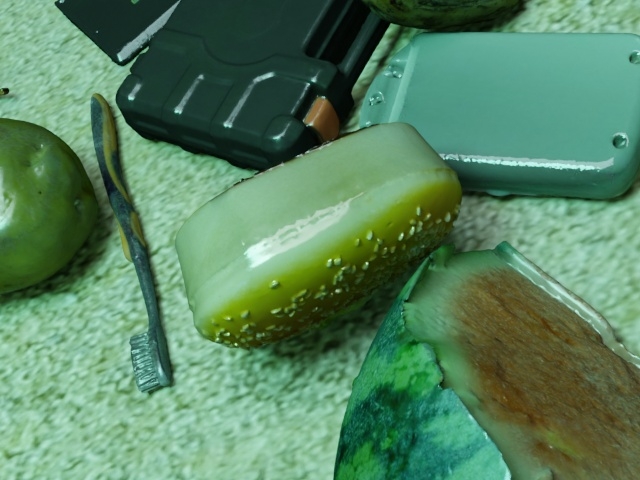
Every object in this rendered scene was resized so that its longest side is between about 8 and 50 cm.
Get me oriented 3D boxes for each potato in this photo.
[{"bbox_3d":[-0.291,-0.029,0.898,0.200,0.137,0.155,-7,89,18],"label":"potato"}]

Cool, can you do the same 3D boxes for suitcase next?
[{"bbox_3d":[-0.035,-0.197,0.931,0.206,0.066,0.286,19,70,30],"label":"suitcase"}]

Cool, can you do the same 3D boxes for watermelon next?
[{"bbox_3d":[0.100,0.141,0.589,0.292,0.222,0.319,34,78,29],"label":"watermelon"}]

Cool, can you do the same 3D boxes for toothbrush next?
[{"bbox_3d":[-0.167,-0.012,0.902,0.031,0.023,0.321,-21,56,6],"label":"toothbrush"}]

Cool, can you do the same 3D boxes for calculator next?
[{"bbox_3d":[0.147,-0.101,0.813,0.246,0.045,0.141,5,63,25],"label":"calculator"}]

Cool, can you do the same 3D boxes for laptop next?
[{"bbox_3d":[-0.164,-0.271,1.058,0.197,0.016,0.135,-44,56,-7],"label":"laptop"}]

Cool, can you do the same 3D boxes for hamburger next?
[{"bbox_3d":[0.000,0.000,0.742,0.210,0.173,0.116,-25,86,-6],"label":"hamburger"}]

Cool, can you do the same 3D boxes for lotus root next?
[{"bbox_3d":[0.093,-0.216,0.849,0.080,0.179,0.089,19,107,53],"label":"lotus root"}]

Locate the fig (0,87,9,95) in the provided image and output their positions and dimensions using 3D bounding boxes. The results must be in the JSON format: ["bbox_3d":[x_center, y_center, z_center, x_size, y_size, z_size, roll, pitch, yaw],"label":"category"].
[{"bbox_3d":[-0.346,-0.150,1.042,0.083,0.050,0.050,7,64,14],"label":"fig"}]
